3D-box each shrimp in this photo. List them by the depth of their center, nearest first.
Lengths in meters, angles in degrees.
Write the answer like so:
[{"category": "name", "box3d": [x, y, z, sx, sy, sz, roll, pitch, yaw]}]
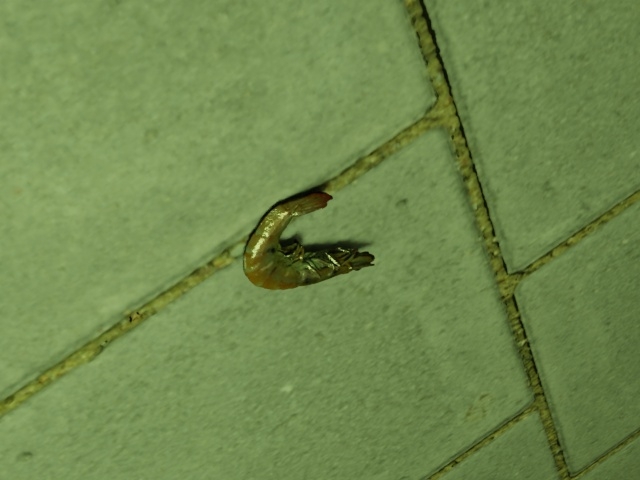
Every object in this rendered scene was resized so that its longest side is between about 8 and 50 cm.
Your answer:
[{"category": "shrimp", "box3d": [0.000, 0.000, 0.744, 0.114, 0.023, 0.083, -2, 128, -32]}]
